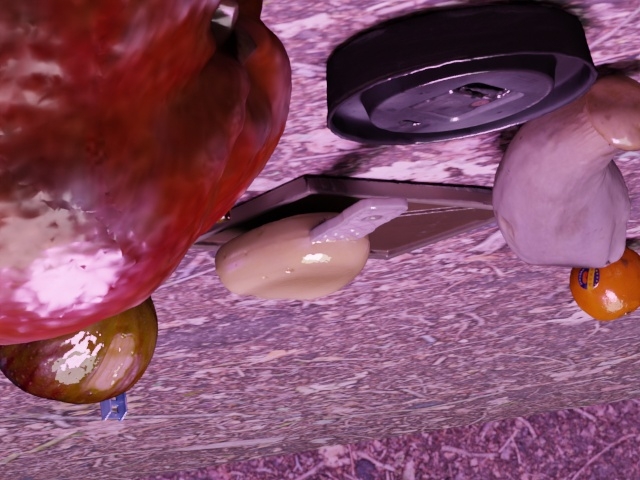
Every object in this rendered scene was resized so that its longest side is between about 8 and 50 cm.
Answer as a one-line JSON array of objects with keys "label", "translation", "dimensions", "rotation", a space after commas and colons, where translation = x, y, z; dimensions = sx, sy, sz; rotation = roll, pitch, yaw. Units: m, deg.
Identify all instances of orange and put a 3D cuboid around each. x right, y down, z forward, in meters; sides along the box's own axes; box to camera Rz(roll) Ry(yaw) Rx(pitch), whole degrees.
[{"label": "orange", "translation": [0.298, 0.043, 2.035], "dimensions": [0.083, 0.084, 0.083], "rotation": [-8, 167, -2]}]

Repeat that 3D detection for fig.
[{"label": "fig", "translation": [-0.170, 0.040, 1.649], "dimensions": [0.245, 0.149, 0.149], "rotation": [-39, 152, 31]}]

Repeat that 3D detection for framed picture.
[{"label": "framed picture", "translation": [0.027, -0.014, 1.731], "dimensions": [0.260, 0.023, 0.189], "rotation": [2, 163, -40]}]

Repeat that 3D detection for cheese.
[{"label": "cheese", "translation": [0.000, 0.000, 1.617], "dimensions": [0.127, 0.050, 0.255], "rotation": [0, 166, -22]}]

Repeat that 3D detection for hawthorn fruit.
[{"label": "hawthorn fruit", "translation": [-0.145, -0.089, 0.820], "dimensions": [0.284, 0.284, 0.284], "rotation": [-8, 167, -2]}]

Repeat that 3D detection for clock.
[{"label": "clock", "translation": [0.092, -0.110, 1.323], "dimensions": [0.184, 0.040, 0.184], "rotation": [-9, 167, -2]}]

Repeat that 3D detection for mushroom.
[{"label": "mushroom", "translation": [0.192, -0.049, 1.531], "dimensions": [0.118, 0.103, 0.270], "rotation": [-8, 162, 0]}]

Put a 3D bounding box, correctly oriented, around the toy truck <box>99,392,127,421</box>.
[{"label": "toy truck", "translation": [-0.221, 0.105, 1.825], "dimensions": [0.074, 0.136, 0.063], "rotation": [-16, 167, 30]}]
